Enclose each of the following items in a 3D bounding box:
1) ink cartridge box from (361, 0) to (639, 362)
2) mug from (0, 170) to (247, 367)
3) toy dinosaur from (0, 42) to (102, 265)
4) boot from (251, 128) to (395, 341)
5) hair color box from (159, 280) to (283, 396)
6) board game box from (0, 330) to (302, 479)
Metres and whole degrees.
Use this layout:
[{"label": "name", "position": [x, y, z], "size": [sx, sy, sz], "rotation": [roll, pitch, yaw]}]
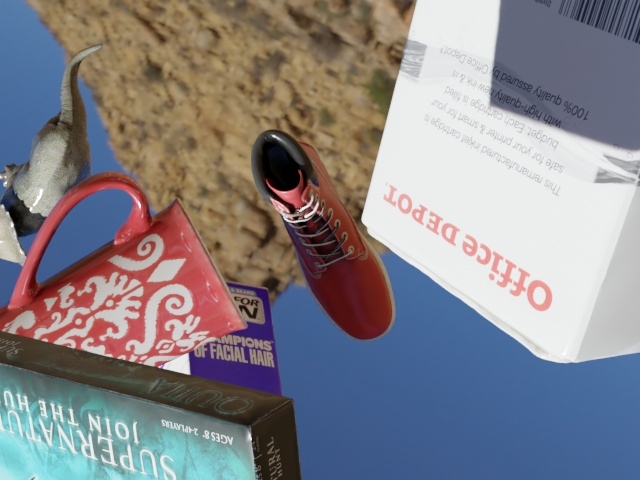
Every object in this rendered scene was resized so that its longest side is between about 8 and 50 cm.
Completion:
[{"label": "ink cartridge box", "position": [0.149, -0.095, 0.643], "size": [0.114, 0.273, 0.197], "rotation": [-1, -155, -37]}, {"label": "mug", "position": [-0.164, 0.041, 0.844], "size": [0.150, 0.169, 0.113], "rotation": [61, 176, 6]}, {"label": "toy dinosaur", "position": [-0.319, -0.081, 1.323], "size": [0.121, 0.313, 0.160], "rotation": [36, -165, -23]}, {"label": "boot", "position": [0.000, 0.000, 1.176], "size": [0.244, 0.088, 0.176], "rotation": [63, -174, 3]}, {"label": "hair color box", "position": [-0.111, 0.223, 1.100], "size": [0.110, 0.185, 0.339], "rotation": [9, -133, -24]}, {"label": "board game box", "position": [-0.082, 0.102, 0.412], "size": [0.186, 0.126, 0.026], "rotation": [7, -159, 37]}]
